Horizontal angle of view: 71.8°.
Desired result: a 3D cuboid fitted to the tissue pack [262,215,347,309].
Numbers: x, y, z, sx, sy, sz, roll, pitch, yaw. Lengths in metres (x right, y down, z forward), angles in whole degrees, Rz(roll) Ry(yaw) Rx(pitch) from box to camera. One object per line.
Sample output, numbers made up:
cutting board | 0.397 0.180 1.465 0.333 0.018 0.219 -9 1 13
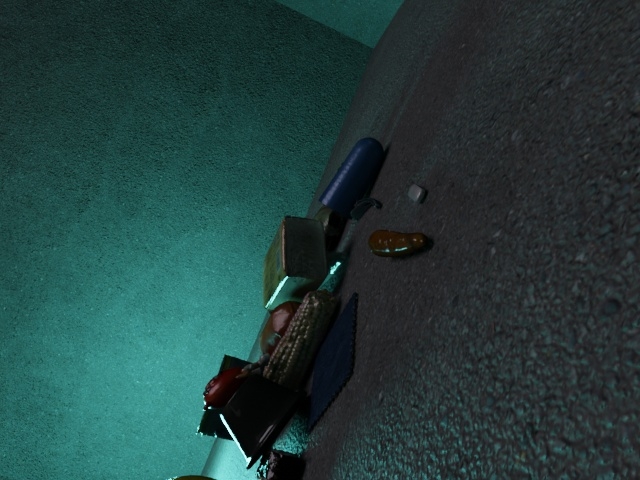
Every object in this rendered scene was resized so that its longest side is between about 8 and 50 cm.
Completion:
tissue pack | -0.058 0.091 1.475 0.306 0.238 0.239 124 166 -55

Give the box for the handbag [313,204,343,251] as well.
handbag | -0.001 0.004 1.753 0.316 0.109 0.253 -67 12 -2

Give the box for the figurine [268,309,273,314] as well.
figurine | -0.164 0.259 1.989 0.187 0.168 0.315 -23 -30 -31

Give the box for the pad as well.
pad | 0.028 0.298 1.089 0.269 0.012 0.270 -80 15 -57

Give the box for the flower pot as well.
flower pot | -0.161 0.448 1.150 0.235 0.148 0.235 -51 -13 -16

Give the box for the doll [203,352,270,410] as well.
doll | -0.248 0.398 1.234 0.217 0.085 0.183 -29 -16 -40

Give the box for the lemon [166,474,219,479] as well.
lemon | -0.373 0.820 1.207 0.348 0.347 0.348 -158 90 -82

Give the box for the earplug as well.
earplug | 0.117 -0.219 1.490 0.273 0.132 0.132 -59 9 8

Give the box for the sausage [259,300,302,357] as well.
sausage | -0.109 0.308 1.452 0.268 0.153 0.141 -62 36 39

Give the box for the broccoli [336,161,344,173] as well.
broccoli | 0.122 -0.208 1.614 0.118 0.122 0.204 98 173 -55

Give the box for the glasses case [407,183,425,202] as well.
glasses case | 0.206 -0.102 0.949 0.032 0.021 0.083 -63 9 13

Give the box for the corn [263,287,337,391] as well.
corn | -0.053 0.297 1.285 0.335 0.126 0.127 -61 9 15

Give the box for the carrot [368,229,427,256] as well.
carrot | 0.158 0.004 0.873 0.209 0.061 0.061 177 115 -77

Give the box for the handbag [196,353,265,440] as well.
handbag | -0.243 0.526 1.436 0.222 0.240 0.263 -84 17 -61

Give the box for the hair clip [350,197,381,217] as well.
hair clip | 0.142 -0.110 1.346 0.070 0.039 0.229 -65 9 -5

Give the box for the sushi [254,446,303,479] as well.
sushi | -0.098 0.527 1.024 0.150 0.090 0.078 133 154 -64
